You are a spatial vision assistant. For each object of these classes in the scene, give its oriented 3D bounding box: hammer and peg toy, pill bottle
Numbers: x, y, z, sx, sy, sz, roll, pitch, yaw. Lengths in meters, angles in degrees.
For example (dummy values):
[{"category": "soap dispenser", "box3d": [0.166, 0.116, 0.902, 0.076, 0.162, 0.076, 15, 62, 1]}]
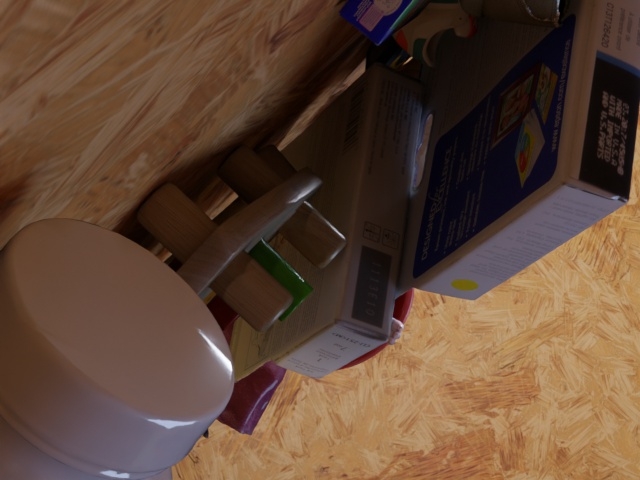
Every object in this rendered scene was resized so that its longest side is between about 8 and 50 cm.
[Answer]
[{"category": "hammer and peg toy", "box3d": [-0.102, 0.049, 0.996, 0.266, 0.127, 0.361, -47, 179, 18]}, {"category": "pill bottle", "box3d": [-0.163, 0.122, 0.534, 0.272, 0.152, 0.152, -47, 179, 23]}]

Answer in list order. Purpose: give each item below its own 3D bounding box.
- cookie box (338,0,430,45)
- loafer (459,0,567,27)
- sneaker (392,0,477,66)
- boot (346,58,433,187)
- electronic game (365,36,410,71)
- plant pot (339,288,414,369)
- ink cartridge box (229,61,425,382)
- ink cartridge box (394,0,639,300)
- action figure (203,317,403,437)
[{"category": "cookie box", "box3d": [0.070, -0.197, 0.861, 0.092, 0.040, 0.107, -49, 179, 31]}, {"category": "loafer", "box3d": [0.185, -0.259, 0.831, 0.094, 0.087, 0.251, -47, 163, -57]}, {"category": "sneaker", "box3d": [0.124, -0.220, 1.035, 0.161, 0.075, 0.057, -45, 168, 30]}, {"category": "boot", "box3d": [0.080, -0.111, 1.287, 0.211, 0.104, 0.295, -15, -152, 40]}, {"category": "electronic game", "box3d": [0.128, -0.247, 1.228, 0.229, 0.048, 0.229, -46, 179, -1]}, {"category": "plant pot", "box3d": [0.005, 0.022, 1.748, 0.275, 0.275, 0.243, -47, -171, 19]}, {"category": "ink cartridge box", "box3d": [0.000, 0.000, 1.143, 0.239, 0.060, 0.275, -38, -143, 55]}, {"category": "ink cartridge box", "box3d": [0.162, -0.112, 0.996, 0.307, 0.072, 0.303, 135, -30, -61]}, {"category": "action figure", "box3d": [-0.048, 0.086, 1.548, 0.370, 0.248, 0.276, -44, 180, -5]}]
